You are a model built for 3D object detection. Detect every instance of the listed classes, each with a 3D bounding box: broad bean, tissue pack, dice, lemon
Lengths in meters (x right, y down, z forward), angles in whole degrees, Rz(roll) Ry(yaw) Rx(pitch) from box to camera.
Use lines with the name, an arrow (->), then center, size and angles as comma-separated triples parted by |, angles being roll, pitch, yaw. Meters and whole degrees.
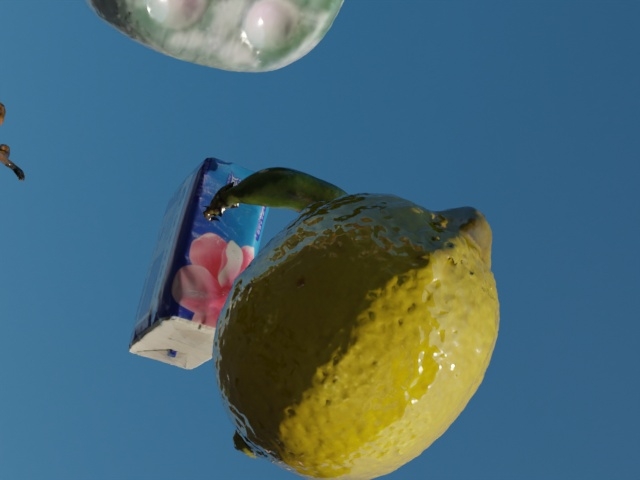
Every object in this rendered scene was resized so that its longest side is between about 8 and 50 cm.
broad bean -> 0.000, 0.000, 1.643 | 0.292, 0.049, 0.144 | 37, -69, -9
tissue pack -> -0.175, 0.038, 1.907 | 0.209, 0.137, 0.270 | -38, -144, 57
dice -> -0.141, -0.458, 1.786 | 0.348, 0.328, 0.330 | -65, -150, 29
lemon -> 0.037, 0.086, 1.202 | 0.320, 0.245, 0.245 | -46, -115, 3

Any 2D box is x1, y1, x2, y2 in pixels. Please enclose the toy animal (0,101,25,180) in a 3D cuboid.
toy animal -> -0.413, -0.154, 1.425 | 0.057, 0.099, 0.241 | -31, -73, 17
